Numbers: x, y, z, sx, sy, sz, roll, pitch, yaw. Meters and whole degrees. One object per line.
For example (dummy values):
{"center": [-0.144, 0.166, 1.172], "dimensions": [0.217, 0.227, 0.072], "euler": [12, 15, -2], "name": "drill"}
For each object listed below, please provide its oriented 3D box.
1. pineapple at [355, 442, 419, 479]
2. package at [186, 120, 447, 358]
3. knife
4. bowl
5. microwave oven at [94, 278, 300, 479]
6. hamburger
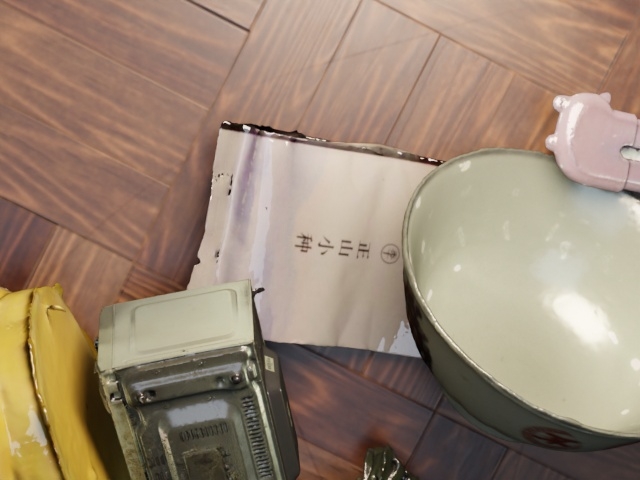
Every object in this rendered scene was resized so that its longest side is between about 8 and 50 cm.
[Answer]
{"center": [-0.026, 0.318, 1.696], "dimensions": [0.310, 0.141, 0.170], "euler": [-30, 69, -9], "name": "pineapple"}
{"center": [0.000, 0.000, 1.710], "dimensions": [0.251, 0.062, 0.204], "euler": [10, 94, -19], "name": "package"}
{"center": [0.404, -0.061, 1.724], "dimensions": [0.398, 0.038, 0.132], "euler": [11, 88, -14], "name": "knife"}
{"center": [0.204, 0.086, 1.656], "dimensions": [0.337, 0.337, 0.157], "euler": [23, 134, -7], "name": "bowl"}
{"center": [-0.111, 0.162, 1.635], "dimensions": [0.163, 0.129, 0.205], "euler": [-11, 121, 3], "name": "microwave oven"}
{"center": [-0.312, 0.183, 1.597], "dimensions": [0.236, 0.276, 0.276], "euler": [-16, 97, 7], "name": "hamburger"}
